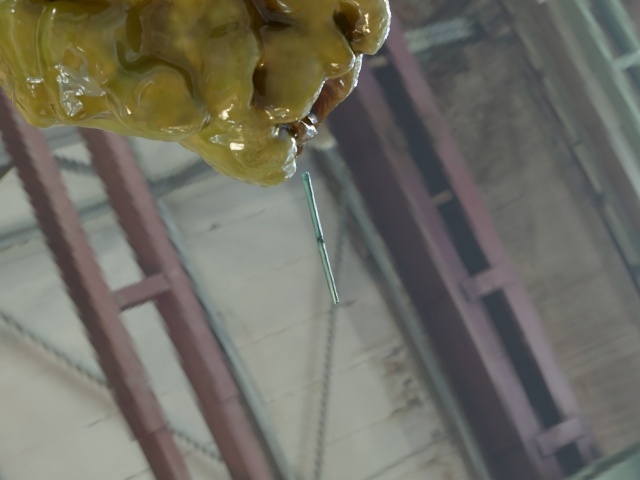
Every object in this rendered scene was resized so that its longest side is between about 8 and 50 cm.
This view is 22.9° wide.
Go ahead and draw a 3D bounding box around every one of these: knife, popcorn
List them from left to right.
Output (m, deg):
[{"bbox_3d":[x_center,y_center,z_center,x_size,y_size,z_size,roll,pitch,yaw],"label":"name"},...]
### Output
[{"bbox_3d":[-0.060,-0.136,0.834,0.226,0.203,0.200,-4,-71,-53],"label":"popcorn"},{"bbox_3d":[0.000,0.000,0.952,0.005,0.014,0.091,-15,-60,-3],"label":"knife"}]
